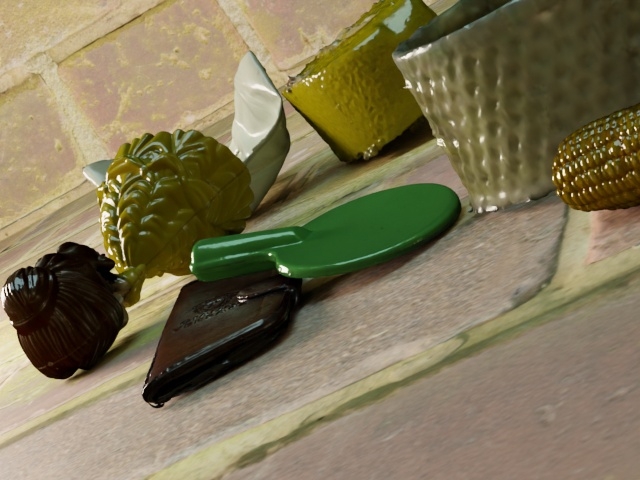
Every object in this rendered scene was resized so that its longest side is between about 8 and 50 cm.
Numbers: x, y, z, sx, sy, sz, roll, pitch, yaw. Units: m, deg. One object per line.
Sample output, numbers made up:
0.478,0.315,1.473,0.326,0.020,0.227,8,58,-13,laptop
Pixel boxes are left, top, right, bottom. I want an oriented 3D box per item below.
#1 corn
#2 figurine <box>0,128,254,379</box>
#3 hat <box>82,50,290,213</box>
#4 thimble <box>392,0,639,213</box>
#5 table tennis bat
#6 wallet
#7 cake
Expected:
0.232,-0.066,0.903,0.207,0.068,0.068,-19,15,44,corn
-0.214,0.031,1.539,0.187,0.168,0.315,5,37,22,figurine
-0.135,-0.078,1.840,0.257,0.168,0.301,-35,-14,-2,hat
0.205,-0.150,1.140,0.270,0.150,0.271,-29,10,6,thimble
0.000,0.000,1.238,0.257,0.039,0.160,-10,19,26,table tennis bat
-0.077,0.062,1.246,0.137,0.031,0.255,-25,13,8,wallet
0.065,-0.189,1.701,0.179,0.156,0.260,-45,8,-5,cake
